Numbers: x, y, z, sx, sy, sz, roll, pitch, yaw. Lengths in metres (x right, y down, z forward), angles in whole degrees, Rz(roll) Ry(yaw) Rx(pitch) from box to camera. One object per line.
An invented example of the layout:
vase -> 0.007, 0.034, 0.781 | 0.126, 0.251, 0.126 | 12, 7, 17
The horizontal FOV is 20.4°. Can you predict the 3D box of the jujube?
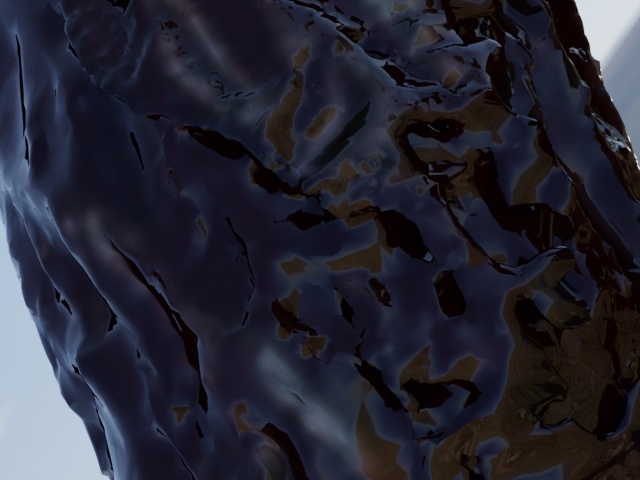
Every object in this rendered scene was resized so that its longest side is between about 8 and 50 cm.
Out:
jujube -> 0.000, 0.000, 0.672 | 0.258, 0.377, 0.258 | -14, -34, -10
